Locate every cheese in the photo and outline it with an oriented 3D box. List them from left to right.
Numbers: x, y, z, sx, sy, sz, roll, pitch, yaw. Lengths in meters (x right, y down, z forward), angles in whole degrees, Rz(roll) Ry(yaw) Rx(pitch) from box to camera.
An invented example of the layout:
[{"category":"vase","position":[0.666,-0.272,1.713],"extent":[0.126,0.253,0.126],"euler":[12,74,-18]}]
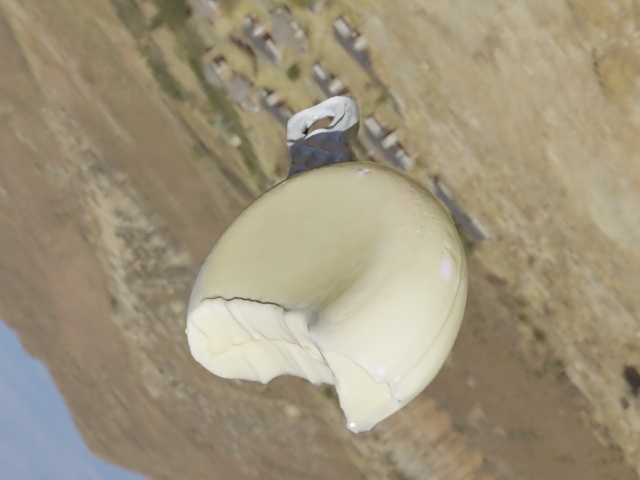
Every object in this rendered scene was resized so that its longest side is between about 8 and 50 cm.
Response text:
[{"category":"cheese","position":[0.018,-0.008,0.703],"extent":[0.163,0.249,0.071],"euler":[-8,132,32]}]
